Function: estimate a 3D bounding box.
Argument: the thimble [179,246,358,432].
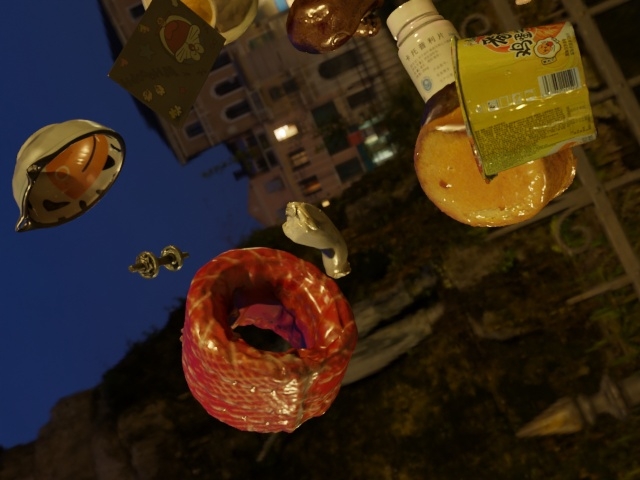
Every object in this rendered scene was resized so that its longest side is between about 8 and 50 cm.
[{"bbox_3d":[-0.111,0.194,1.605,0.230,0.350,0.350,106,155,-43],"label":"thimble"}]

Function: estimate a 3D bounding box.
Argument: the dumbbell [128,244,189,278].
[{"bbox_3d":[-0.465,0.062,2.366,0.254,0.081,0.081,-17,-97,-60],"label":"dumbbell"}]

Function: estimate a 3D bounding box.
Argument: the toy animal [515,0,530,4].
[{"bbox_3d":[0.609,-0.743,2.174,0.154,0.166,0.250,37,-128,-19],"label":"toy animal"}]

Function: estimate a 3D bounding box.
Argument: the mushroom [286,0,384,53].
[{"bbox_3d":[0.022,-0.475,1.649,0.231,0.194,0.138,-59,-32,-39],"label":"mushroom"}]

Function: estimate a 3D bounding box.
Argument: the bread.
[{"bbox_3d":[0.371,-0.190,1.817,0.204,0.358,0.337,-46,-55,-42],"label":"bread"}]

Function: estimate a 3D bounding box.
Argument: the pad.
[{"bbox_3d":[-0.283,-0.349,1.548,0.170,0.006,0.245,38,-124,-28],"label":"pad"}]

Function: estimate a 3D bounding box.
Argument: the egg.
[{"bbox_3d":[-0.298,-0.626,1.969,0.283,0.283,0.345,8,-119,-83],"label":"egg"}]

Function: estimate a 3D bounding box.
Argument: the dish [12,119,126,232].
[{"bbox_3d":[-0.572,-0.163,1.785,0.120,0.303,0.303,42,179,16],"label":"dish"}]

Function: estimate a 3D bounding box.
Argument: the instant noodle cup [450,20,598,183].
[{"bbox_3d":[0.349,-0.250,1.392,0.264,0.200,0.264,-14,-90,-72],"label":"instant noodle cup"}]

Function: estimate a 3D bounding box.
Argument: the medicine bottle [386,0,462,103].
[{"bbox_3d":[0.306,-0.499,2.195,0.293,0.170,0.170,63,-175,10],"label":"medicine bottle"}]

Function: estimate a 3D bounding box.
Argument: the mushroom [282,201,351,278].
[{"bbox_3d":[0.001,-0.003,1.928,0.099,0.096,0.278,21,163,40],"label":"mushroom"}]
